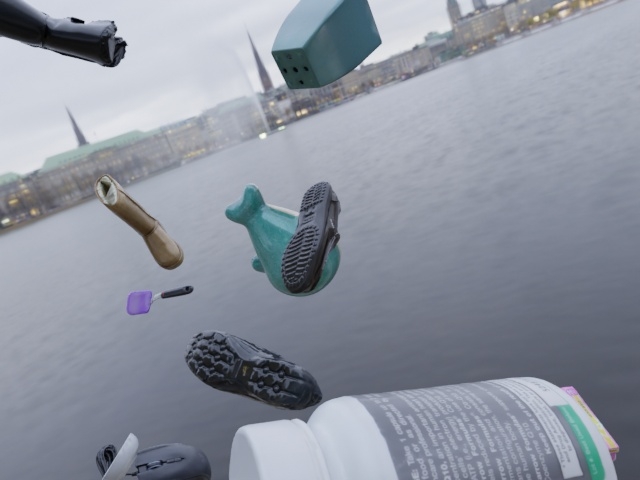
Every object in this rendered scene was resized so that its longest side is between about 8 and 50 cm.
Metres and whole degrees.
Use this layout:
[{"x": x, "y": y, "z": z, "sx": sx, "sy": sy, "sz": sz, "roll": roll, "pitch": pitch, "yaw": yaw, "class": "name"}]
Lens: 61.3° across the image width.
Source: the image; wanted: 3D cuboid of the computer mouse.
[{"x": -0.313, "y": 0.491, "z": 1.090, "sx": 0.060, "sy": 0.262, "sz": 0.184, "roll": -48, "pitch": 43, "yaw": 23, "class": "computer mouse"}]

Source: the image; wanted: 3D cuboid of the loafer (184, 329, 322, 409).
[{"x": -0.097, "y": 0.180, "z": 0.735, "sx": 0.223, "sy": 0.078, "sz": 0.076, "roll": 11, "pitch": 68, "yaw": 36, "class": "loafer"}]

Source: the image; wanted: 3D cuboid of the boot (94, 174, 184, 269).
[{"x": -0.542, "y": -0.045, "z": 1.614, "sx": 0.089, "sy": 0.269, "sz": 0.236, "roll": -42, "pitch": 58, "yaw": -8, "class": "boot"}]

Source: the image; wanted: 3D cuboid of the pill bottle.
[{"x": 0.099, "y": 0.260, "z": 0.563, "sx": 0.360, "sy": 0.204, "sz": 0.204, "roll": 0, "pitch": 5, "yaw": -21, "class": "pill bottle"}]

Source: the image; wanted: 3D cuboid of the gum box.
[{"x": 0.555, "y": 0.417, "z": 1.198, "sx": 0.107, "sy": 0.062, "sz": 0.188, "roll": -4, "pitch": 30, "yaw": -8, "class": "gum box"}]

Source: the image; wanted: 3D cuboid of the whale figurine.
[{"x": -0.084, "y": 0.008, "z": 1.140, "sx": 0.216, "sy": 0.272, "sz": 0.141, "roll": -40, "pitch": 15, "yaw": 30, "class": "whale figurine"}]

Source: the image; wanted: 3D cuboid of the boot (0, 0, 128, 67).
[{"x": -0.493, "y": -0.395, "z": 0.997, "sx": 0.207, "sy": 0.094, "sz": 0.246, "roll": 12, "pitch": 6, "yaw": 1, "class": "boot"}]

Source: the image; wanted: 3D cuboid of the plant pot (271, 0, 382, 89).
[{"x": 0.002, "y": -0.472, "z": 1.292, "sx": 0.165, "sy": 0.166, "sz": 0.234, "roll": 10, "pitch": 54, "yaw": 39, "class": "plant pot"}]

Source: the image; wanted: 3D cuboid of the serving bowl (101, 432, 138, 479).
[{"x": -0.310, "y": 0.347, "z": 0.847, "sx": 0.083, "sy": 0.027, "sz": 0.083, "roll": -58, "pitch": 6, "yaw": 9, "class": "serving bowl"}]

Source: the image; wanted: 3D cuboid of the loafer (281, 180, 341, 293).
[{"x": 0.000, "y": 0.000, "z": 0.915, "sx": 0.080, "sy": 0.078, "sz": 0.220, "roll": -15, "pitch": 47, "yaw": 41, "class": "loafer"}]

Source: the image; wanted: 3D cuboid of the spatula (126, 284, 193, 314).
[{"x": -0.517, "y": 0.182, "z": 1.735, "sx": 0.296, "sy": 0.084, "sz": 0.030, "roll": -16, "pitch": -29, "yaw": 31, "class": "spatula"}]
